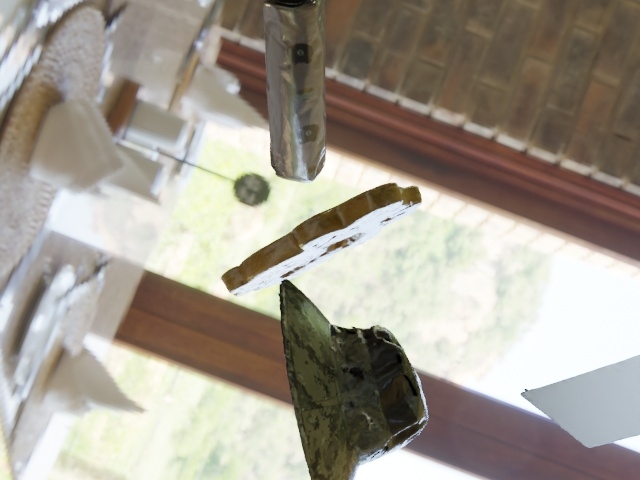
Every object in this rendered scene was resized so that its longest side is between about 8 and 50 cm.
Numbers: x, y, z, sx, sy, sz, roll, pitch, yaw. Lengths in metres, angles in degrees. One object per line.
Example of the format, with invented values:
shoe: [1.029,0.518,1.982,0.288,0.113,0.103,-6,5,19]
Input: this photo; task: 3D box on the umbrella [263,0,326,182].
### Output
umbrella: [-0.030,-0.202,1.358,0.337,0.073,0.067,90,9,-48]

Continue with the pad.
pad: [0.437,0.236,1.659,0.265,0.159,0.009,-30,-153,50]

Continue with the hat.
hat: [0.041,0.158,1.181,0.265,0.128,0.265,-13,90,-89]

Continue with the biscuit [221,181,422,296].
biscuit: [-0.002,-0.003,1.314,0.249,0.035,0.184,-30,169,23]
